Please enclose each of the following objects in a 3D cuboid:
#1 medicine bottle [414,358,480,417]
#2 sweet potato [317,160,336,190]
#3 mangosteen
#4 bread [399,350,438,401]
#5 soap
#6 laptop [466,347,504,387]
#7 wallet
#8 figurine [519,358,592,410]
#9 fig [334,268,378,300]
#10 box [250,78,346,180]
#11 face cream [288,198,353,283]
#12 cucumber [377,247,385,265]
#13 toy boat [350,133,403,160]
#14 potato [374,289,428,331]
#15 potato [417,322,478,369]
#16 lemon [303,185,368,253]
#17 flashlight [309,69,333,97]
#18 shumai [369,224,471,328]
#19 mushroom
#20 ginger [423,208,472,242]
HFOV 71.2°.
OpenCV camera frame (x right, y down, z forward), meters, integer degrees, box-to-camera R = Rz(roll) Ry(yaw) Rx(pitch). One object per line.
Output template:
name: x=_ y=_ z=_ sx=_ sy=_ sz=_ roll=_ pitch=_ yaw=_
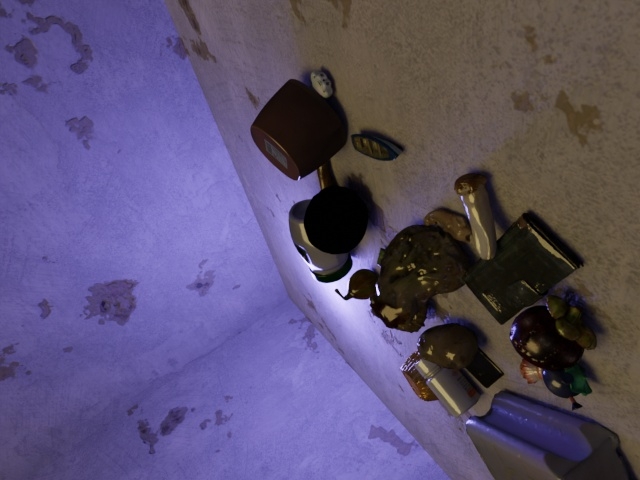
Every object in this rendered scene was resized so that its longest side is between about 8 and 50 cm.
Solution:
medicine bottle: x=0.503 y=0.562 z=1.788 sx=0.252 sy=0.144 sz=0.145 roll=48 pitch=161 yaw=18
sweet potato: x=0.031 y=-0.228 z=1.815 sx=0.075 sy=0.075 sz=0.274 roll=34 pitch=147 yaw=53
mangosteen: x=0.546 y=0.218 z=1.047 sx=0.166 sy=0.166 sz=0.180 roll=49 pitch=135 yaw=23
bread: x=0.466 y=0.611 z=1.985 sx=0.240 sy=0.139 sz=0.240 roll=49 pitch=164 yaw=19
soap: x=0.702 y=0.694 z=1.363 sx=0.351 sy=0.212 sz=0.435 roll=58 pitch=164 yaw=-8
laptop: x=0.578 y=0.459 z=1.611 sx=0.135 sy=0.016 sz=0.197 roll=47 pitch=161 yaw=26
wallet: x=0.471 y=0.079 z=1.091 sx=0.169 sy=0.044 sz=0.317 roll=53 pitch=152 yaw=20
figurine: x=0.616 y=0.359 z=1.177 sx=0.112 sy=0.102 sz=0.195 roll=56 pitch=163 yaw=-8
fig: x=0.179 y=0.212 z=1.992 sx=0.142 sy=0.186 sz=0.148 roll=26 pitch=157 yaw=30
box: x=-0.088 y=-0.367 z=1.537 sx=0.301 sy=0.216 sz=0.301 roll=43 pitch=167 yaw=12
face cream: x=0.000 y=0.000 z=2.039 sx=0.312 sy=0.219 sz=0.357 roll=32 pitch=153 yaw=51
cucumber: x=0.290 y=0.086 z=1.680 sx=0.211 sy=0.062 sz=0.078 roll=-145 pitch=61 yaw=-64
toy boat: x=0.171 y=-0.283 z=1.352 sx=0.228 sy=0.045 sz=0.080 roll=32 pitch=150 yaw=53
potato: x=0.324 y=0.265 z=1.759 sx=0.296 sy=0.141 sz=0.192 roll=-172 pitch=68 yaw=-69
potato: x=0.448 y=0.369 z=1.562 sx=0.165 sy=0.164 sz=0.262 roll=58 pitch=151 yaw=-3
lemon: x=0.059 y=-0.078 z=1.698 sx=0.245 sy=0.245 sz=0.320 roll=51 pitch=153 yaw=20
flashlight: x=-0.010 y=-0.494 z=1.478 sx=0.093 sy=0.047 sz=0.200 roll=54 pitch=166 yaw=-6
shumai: x=0.268 y=0.107 z=1.381 sx=0.346 sy=0.283 sz=0.217 roll=22 pitch=143 yaw=62
mushroom: x=0.383 y=-0.059 z=1.073 sx=0.084 sy=0.071 sz=0.210 roll=-5 pitch=105 yaw=63
ginger: x=0.358 y=-0.051 z=1.259 sx=0.173 sy=0.051 sz=0.070 roll=41 pitch=152 yaw=55
